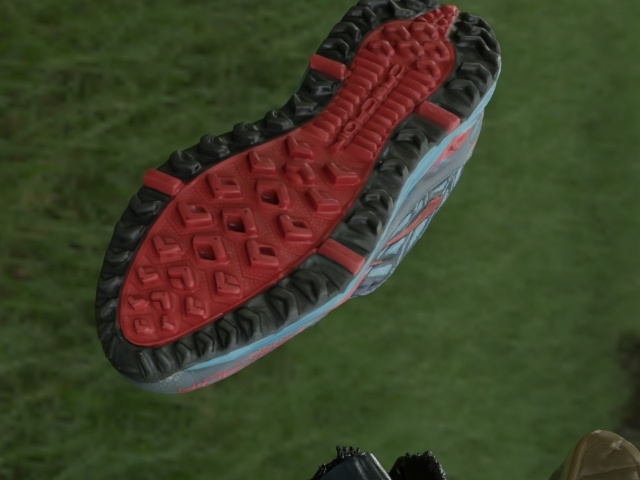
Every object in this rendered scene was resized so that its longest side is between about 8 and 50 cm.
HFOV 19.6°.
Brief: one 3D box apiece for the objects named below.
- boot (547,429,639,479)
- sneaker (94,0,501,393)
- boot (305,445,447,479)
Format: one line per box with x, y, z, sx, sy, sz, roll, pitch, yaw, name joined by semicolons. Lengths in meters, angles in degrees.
0.142;0.247;1.269;0.213;0.077;0.165;-63;-174;-36;boot
0.000;0.000;0.855;0.262;0.104;0.125;-42;151;-35;sneaker
0.094;0.219;1.017;0.094;0.207;0.246;-41;148;4;boot
